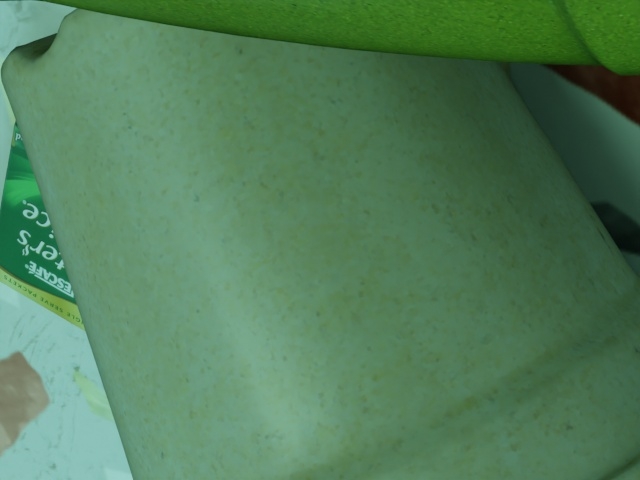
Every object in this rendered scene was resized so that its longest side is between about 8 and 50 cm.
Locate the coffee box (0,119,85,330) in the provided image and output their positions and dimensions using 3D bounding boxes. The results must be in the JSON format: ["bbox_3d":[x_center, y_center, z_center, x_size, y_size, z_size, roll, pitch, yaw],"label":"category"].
[{"bbox_3d":[-0.148,-0.026,1.111,0.113,0.040,0.184,30,130,12],"label":"coffee box"}]

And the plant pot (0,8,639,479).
[{"bbox_3d":[0.000,0.000,0.886,0.334,0.334,0.305,-22,94,39],"label":"plant pot"}]

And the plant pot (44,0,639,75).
[{"bbox_3d":[-0.005,-0.226,0.642,0.353,0.366,0.366,-3,118,21],"label":"plant pot"}]
